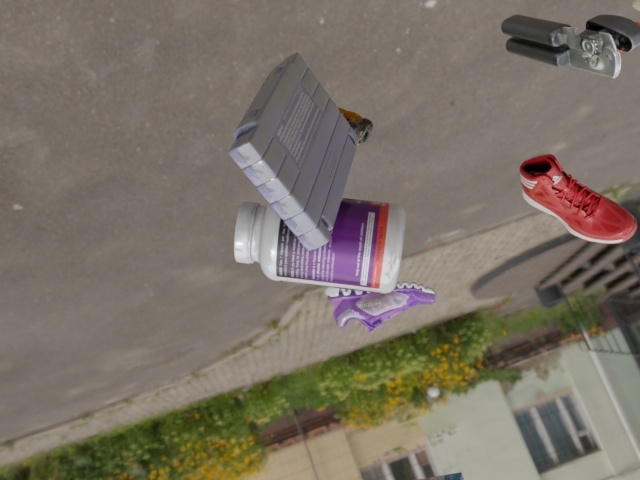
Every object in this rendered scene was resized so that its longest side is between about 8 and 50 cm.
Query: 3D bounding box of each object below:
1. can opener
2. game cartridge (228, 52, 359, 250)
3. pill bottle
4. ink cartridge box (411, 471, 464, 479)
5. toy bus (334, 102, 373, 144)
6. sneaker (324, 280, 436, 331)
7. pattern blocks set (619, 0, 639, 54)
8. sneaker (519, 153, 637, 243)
[{"bbox_3d":[0.422,-0.341,1.196,0.095,0.283,0.076,-29,120,-7],"label":"can opener"},{"bbox_3d":[-0.037,-0.171,1.259,0.068,0.230,0.355,-29,-155,30],"label":"game cartridge"},{"bbox_3d":[0.000,0.000,1.405,0.323,0.181,0.181,7,163,4],"label":"pill bottle"},{"bbox_3d":[0.182,0.437,1.156,0.123,0.088,0.052,-15,-171,15],"label":"ink cartridge box"},{"bbox_3d":[0.022,-0.243,1.862,0.220,0.150,0.211,-31,144,-60],"label":"toy bus"},{"bbox_3d":[0.129,0.142,1.510,0.237,0.104,0.095,-3,166,3],"label":"sneaker"},{"bbox_3d":[0.713,-0.544,1.420,0.026,0.324,0.285,13,175,-37],"label":"pattern blocks set"},{"bbox_3d":[0.437,-0.074,1.237,0.087,0.221,0.128,-58,145,-5],"label":"sneaker"}]
